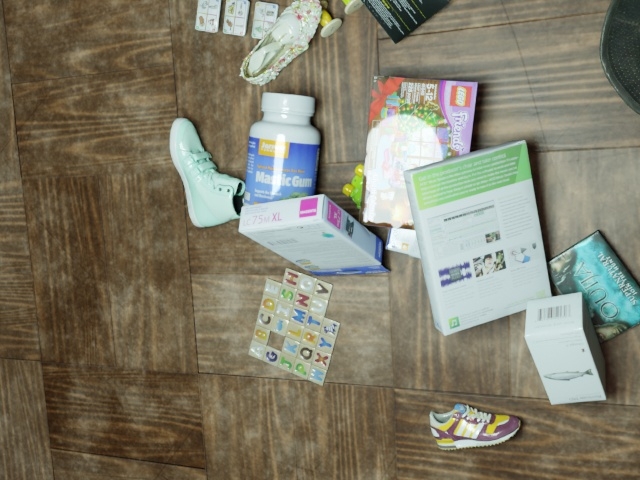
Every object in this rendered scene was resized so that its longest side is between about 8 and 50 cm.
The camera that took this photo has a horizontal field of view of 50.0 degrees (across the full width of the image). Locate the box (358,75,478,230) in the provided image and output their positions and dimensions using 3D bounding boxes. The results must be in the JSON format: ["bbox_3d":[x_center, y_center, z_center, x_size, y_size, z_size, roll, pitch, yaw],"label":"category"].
[{"bbox_3d":[0.189,-0.166,1.339,0.201,0.057,0.293,7,99,14],"label":"box"}]

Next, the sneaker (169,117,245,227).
[{"bbox_3d":[-0.241,-0.161,1.550,0.151,0.094,0.255,-7,105,28],"label":"sneaker"}]

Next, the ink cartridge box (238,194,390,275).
[{"bbox_3d":[0.000,0.000,1.381,0.186,0.311,0.065,-6,66,29],"label":"ink cartridge box"}]

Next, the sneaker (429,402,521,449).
[{"bbox_3d":[0.315,0.376,1.419,0.186,0.069,0.083,-19,95,22],"label":"sneaker"}]

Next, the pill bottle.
[{"bbox_3d":[-0.079,-0.171,1.454,0.152,0.152,0.272,10,102,20],"label":"pill bottle"}]

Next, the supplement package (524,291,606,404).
[{"bbox_3d":[0.458,0.203,1.279,0.105,0.105,0.179,-14,119,27],"label":"supplement package"}]

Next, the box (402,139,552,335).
[{"bbox_3d":[0.299,-0.006,1.291,0.232,0.058,0.322,-16,105,-10],"label":"box"}]

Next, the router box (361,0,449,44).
[{"bbox_3d":[0.144,-0.491,1.327,0.133,0.046,0.179,-34,120,22],"label":"router box"}]

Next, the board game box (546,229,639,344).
[{"bbox_3d":[0.531,0.091,1.314,0.126,0.026,0.186,-37,83,22],"label":"board game box"}]

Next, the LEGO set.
[{"bbox_3d":[-0.170,-0.573,1.504,0.183,0.060,0.244,10,103,8],"label":"LEGO set"}]

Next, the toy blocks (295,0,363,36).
[{"bbox_3d":[0.007,-0.519,1.423,0.123,0.054,0.148,-39,82,23],"label":"toy blocks"}]

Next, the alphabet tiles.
[{"bbox_3d":[-0.054,0.191,1.574,0.198,0.009,0.237,19,105,19],"label":"alphabet tiles"}]

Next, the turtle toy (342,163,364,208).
[{"bbox_3d":[0.113,-0.121,1.430,0.095,0.066,0.130,34,107,7],"label":"turtle toy"}]

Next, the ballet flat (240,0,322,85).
[{"bbox_3d":[-0.086,-0.409,1.433,0.091,0.077,0.241,52,127,8],"label":"ballet flat"}]

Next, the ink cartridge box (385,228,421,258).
[{"bbox_3d":[0.263,-0.061,1.390,0.224,0.045,0.223,16,102,20],"label":"ink cartridge box"}]

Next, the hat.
[{"bbox_3d":[0.621,-0.346,1.158,0.331,0.134,0.331,0,98,3],"label":"hat"}]
